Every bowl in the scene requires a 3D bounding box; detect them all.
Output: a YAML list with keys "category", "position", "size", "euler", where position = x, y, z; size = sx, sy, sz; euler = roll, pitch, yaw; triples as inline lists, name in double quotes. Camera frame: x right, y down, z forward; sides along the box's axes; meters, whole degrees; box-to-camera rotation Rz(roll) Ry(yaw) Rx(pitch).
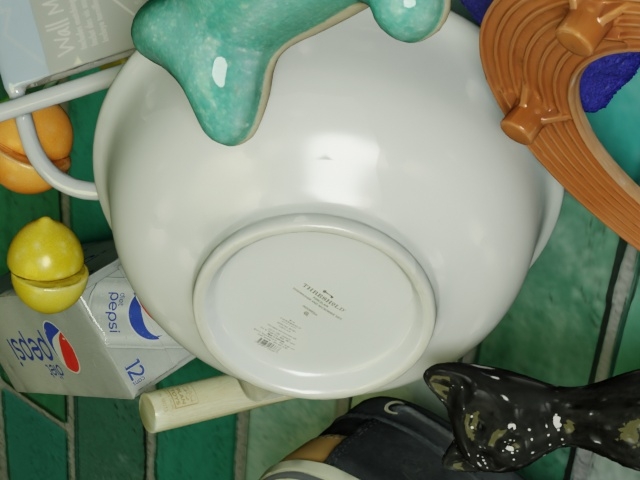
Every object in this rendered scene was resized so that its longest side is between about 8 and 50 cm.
- category: "bowl"
  position: [0.000, 0.000, 1.045]
  size: [0.298, 0.134, 0.298]
  euler: [3, 131, 3]

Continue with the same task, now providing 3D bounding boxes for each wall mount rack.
- category: "wall mount rack"
  position: [-0.234, -0.185, 1.109]
  size: [0.304, 0.130, 0.350]
  euler: [-17, 84, 7]

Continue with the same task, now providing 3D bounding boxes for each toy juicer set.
- category: "toy juicer set"
  position: [-0.103, 0.007, 1.203]
  size: [0.329, 0.209, 0.089]
  euler: [59, 152, -6]

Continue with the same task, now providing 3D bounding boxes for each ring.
- category: "ring"
  position: [0.221, -0.019, 0.882]
  size: [0.336, 0.032, 0.336]
  euler: [33, 165, 10]

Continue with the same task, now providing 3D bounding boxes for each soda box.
- category: "soda box"
  position: [-0.185, 0.061, 1.370]
  size: [0.098, 0.091, 0.286]
  euler: [61, 154, -10]

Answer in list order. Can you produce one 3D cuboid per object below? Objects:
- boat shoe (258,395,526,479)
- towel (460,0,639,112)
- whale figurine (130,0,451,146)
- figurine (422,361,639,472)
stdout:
- category: "boat shoe"
  position: [0.185, 0.274, 1.171]
  size: [0.500, 0.156, 0.187]
  euler: [33, 136, 6]
- category: "towel"
  position: [0.151, -0.233, 0.889]
  size: [0.227, 0.076, 0.308]
  euler: [52, 142, 12]
- category: "whale figurine"
  position: [-0.020, -0.177, 0.885]
  size: [0.272, 0.141, 0.216]
  euler: [-51, 62, 25]
- category: "figurine"
  position: [0.170, 0.165, 1.012]
  size: [0.209, 0.092, 0.215]
  euler: [-1, 110, 14]
